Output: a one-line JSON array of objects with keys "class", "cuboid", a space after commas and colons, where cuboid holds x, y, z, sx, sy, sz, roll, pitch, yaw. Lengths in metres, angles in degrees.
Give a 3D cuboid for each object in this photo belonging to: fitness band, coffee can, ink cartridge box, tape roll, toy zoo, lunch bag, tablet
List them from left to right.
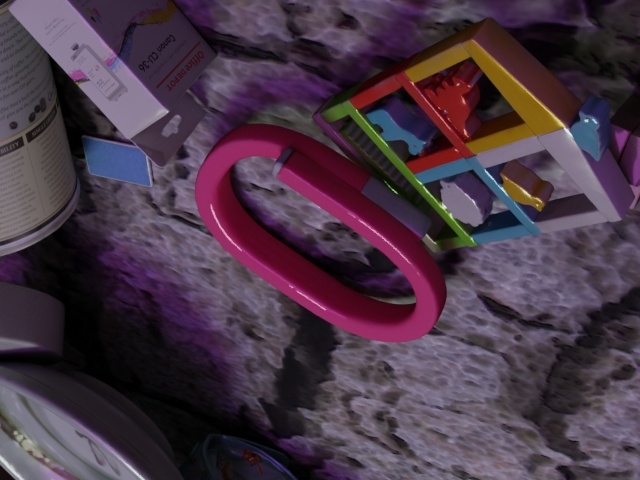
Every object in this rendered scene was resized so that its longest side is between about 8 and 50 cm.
[{"class": "tape roll", "cuboid": [-0.515, 0.108, 1.124, 0.391, 0.072, 0.392, 0, 164, 0]}, {"class": "coffee can", "cuboid": [-0.365, -0.146, 0.906, 0.201, 0.201, 0.275, 12, 131, 16]}, {"class": "tablet", "cuboid": [-0.229, -0.090, 1.024, 0.083, 0.006, 0.054, 13, 132, 16]}, {"class": "ink cartridge box", "cuboid": [-0.175, -0.179, 0.850, 0.067, 0.115, 0.198, -25, 115, 37]}, {"class": "lunch bag", "cuboid": [-0.109, 0.410, 1.275, 0.262, 0.160, 0.223, 46, 134, 8]}, {"class": "fitness band", "cuboid": [0.000, 0.000, 0.933, 0.290, 0.054, 0.209, 35, 145, -1]}, {"class": "toy zoo", "cuboid": [0.132, -0.079, 0.774, 0.192, 0.030, 0.293, 46, 154, -16]}]

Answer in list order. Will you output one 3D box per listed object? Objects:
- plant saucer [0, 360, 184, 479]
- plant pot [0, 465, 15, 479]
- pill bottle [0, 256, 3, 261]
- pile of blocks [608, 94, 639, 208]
[{"class": "plant saucer", "cuboid": [-0.306, 0.279, 1.211, 0.400, 0.100, 0.400, 24, 143, 19]}, {"class": "plant pot", "cuboid": [-0.624, 0.383, 1.459, 0.229, 0.263, 0.263, 48, 133, 5]}, {"class": "pill bottle", "cuboid": [-0.536, -0.021, 1.114, 0.278, 0.162, 0.162, 5, 129, 22]}, {"class": "pile of blocks", "cuboid": [0.352, -0.093, 0.657, 0.362, 0.112, 0.149, -34, 92, 41]}]
